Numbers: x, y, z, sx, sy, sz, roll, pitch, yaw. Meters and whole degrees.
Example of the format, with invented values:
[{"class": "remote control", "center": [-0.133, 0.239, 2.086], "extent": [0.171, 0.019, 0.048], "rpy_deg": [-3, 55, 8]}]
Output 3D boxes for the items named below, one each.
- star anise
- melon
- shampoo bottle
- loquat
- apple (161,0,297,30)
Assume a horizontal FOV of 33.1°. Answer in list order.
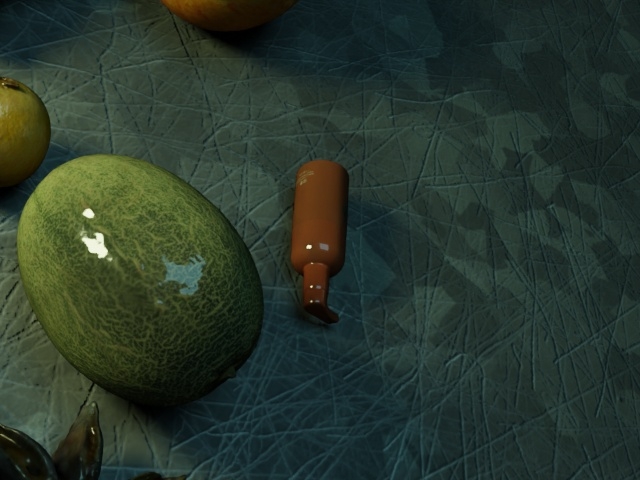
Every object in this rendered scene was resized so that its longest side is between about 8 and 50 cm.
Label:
[{"class": "star anise", "center": [-0.271, 0.317, 1.112], "extent": [0.332, 0.117, 0.331], "rpy_deg": [25, 42, -24]}, {"class": "melon", "center": [-0.212, 0.044, 1.258], "extent": [0.329, 0.248, 0.248], "rpy_deg": [45, 45, 16]}, {"class": "shampoo bottle", "center": [-0.001, -0.001, 1.539], "extent": [0.085, 0.085, 0.244], "rpy_deg": [18, 52, -21]}, {"class": "loquat", "center": [-0.412, -0.134, 1.334], "extent": [0.137, 0.163, 0.163], "rpy_deg": [37, 42, 26]}, {"class": "apple", "center": [-0.131, -0.472, 1.673], "extent": [0.299, 0.299, 0.275], "rpy_deg": [58, 20, 16]}]
